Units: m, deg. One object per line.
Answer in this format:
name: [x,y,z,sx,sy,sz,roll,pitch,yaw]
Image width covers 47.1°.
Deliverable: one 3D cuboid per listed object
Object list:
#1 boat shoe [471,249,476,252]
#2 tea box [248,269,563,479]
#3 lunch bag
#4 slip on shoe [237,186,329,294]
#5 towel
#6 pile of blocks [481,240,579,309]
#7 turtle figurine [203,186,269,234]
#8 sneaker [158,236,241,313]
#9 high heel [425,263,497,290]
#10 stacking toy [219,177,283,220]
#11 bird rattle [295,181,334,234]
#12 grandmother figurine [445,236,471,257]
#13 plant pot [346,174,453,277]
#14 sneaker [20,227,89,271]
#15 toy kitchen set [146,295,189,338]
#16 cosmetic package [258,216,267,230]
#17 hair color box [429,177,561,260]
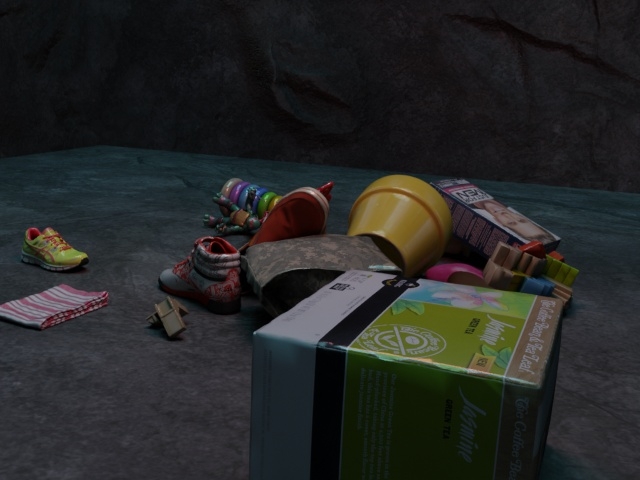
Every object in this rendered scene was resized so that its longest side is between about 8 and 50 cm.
boat shoe: [0.457,-0.040,2.214,0.121,0.119,0.335,-5,15,-30]
tea box: [0.124,0.193,0.935,0.324,0.219,0.329,8,14,20]
lunch bag: [-0.010,0.086,1.471,0.287,0.168,0.235,3,16,-14]
slip on shoe: [-0.101,0.011,1.606,0.123,0.331,0.101,43,30,-9]
towel: [-0.547,0.129,1.488,0.144,0.029,0.197,8,14,24]
pile of blocks: [0.485,0.066,1.604,0.149,0.112,0.362,34,17,34]
turtle figurine: [-0.255,-0.073,2.241,0.234,0.118,0.175,14,58,46]
sneaker: [-0.263,0.056,1.602,0.090,0.144,0.270,-9,17,-41]
high heel: [0.338,0.111,1.648,0.244,0.082,0.117,20,15,23]
stacking toy: [-0.159,-0.107,2.377,0.331,0.141,0.141,14,17,24]
bird rattle: [0.000,0.000,1.731,0.143,0.253,0.206,2,37,0]
grandmother figurine: [0.251,-0.013,2.112,0.343,0.103,0.208,5,4,-4]
plant pot: [0.167,0.001,1.761,0.254,0.253,0.239,8,30,22]
sneaker: [-0.656,0.018,1.797,0.209,0.094,0.081,10,14,24]
toy kitchen set: [-0.289,0.163,1.410,0.068,0.075,0.083,-33,-24,1]
cosmetic package: [-0.109,-0.002,2.021,0.118,0.085,0.231,3,15,2]
hair color box: [0.458,-0.042,2.008,0.347,0.105,0.174,38,32,30]
